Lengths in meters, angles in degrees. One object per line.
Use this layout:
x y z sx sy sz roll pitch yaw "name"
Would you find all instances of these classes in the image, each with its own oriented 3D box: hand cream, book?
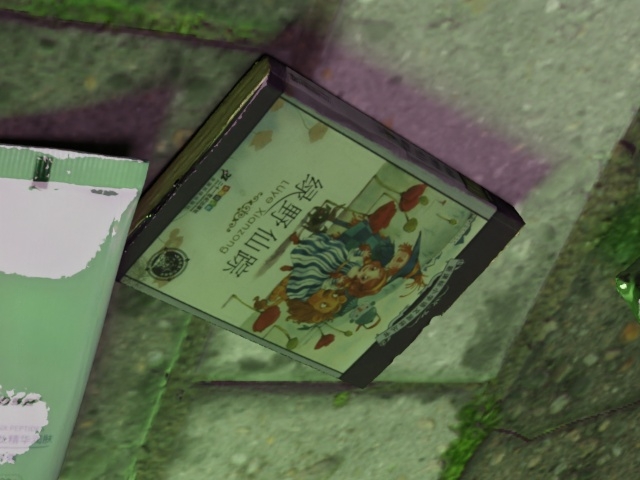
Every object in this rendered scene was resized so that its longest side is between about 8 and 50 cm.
-0.181 0.087 0.898 0.109 0.067 0.321 5 123 -19 "hand cream"
0.000 0.001 0.935 0.231 0.026 0.157 27 113 -41 "book"

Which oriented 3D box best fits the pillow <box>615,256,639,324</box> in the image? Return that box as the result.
0.381 0.021 1.069 0.283 0.138 0.310 -41 132 10 "pillow"
